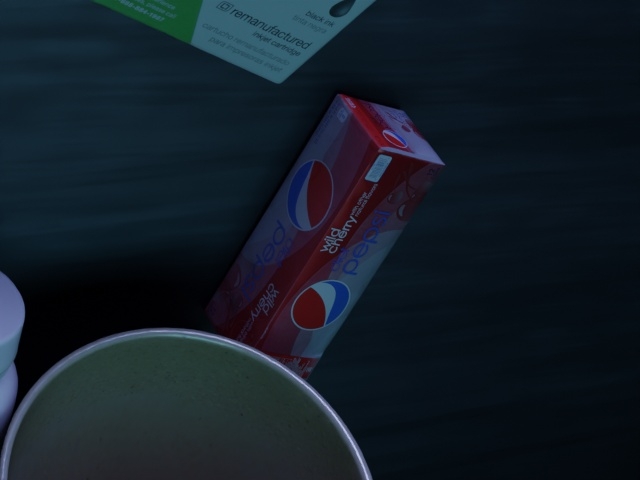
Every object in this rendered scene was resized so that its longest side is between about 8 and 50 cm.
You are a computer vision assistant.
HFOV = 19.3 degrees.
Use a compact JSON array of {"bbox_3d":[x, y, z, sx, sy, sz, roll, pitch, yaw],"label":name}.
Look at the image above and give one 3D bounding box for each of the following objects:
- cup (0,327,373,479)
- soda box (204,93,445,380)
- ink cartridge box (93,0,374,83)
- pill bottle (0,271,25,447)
[{"bbox_3d":[-0.144,0.276,1.642,0.331,0.331,0.237,-5,150,-28],"label":"cup"},{"bbox_3d":[0.000,0.000,1.718,0.083,0.092,0.263,12,121,-39],"label":"soda box"},{"bbox_3d":[-0.019,-0.272,1.381,0.211,0.121,0.289,20,132,-41],"label":"ink cartridge box"},{"bbox_3d":[-0.348,0.155,1.593,0.160,0.160,0.283,0,129,-32],"label":"pill bottle"}]
